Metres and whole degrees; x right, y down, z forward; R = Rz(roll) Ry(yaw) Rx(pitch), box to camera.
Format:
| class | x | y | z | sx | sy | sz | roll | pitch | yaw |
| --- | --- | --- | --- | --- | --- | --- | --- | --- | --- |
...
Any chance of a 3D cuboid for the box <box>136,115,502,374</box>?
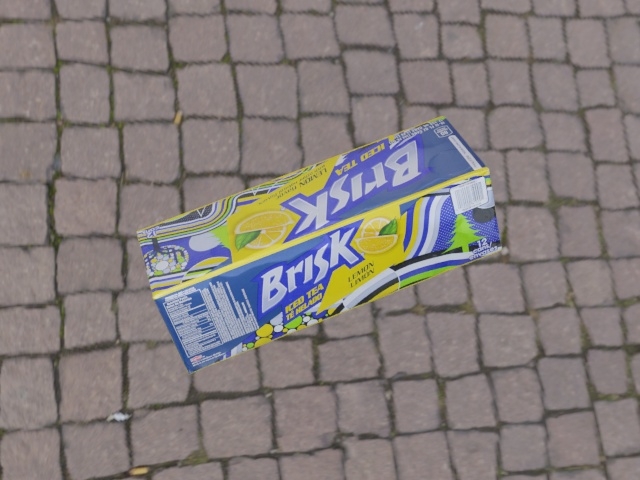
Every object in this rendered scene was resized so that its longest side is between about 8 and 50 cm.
| class | x | y | z | sx | sy | sz | roll | pitch | yaw |
| --- | --- | --- | --- | --- | --- | --- | --- | --- | --- |
| box | 0.000 | 0.000 | 0.479 | 0.169 | 0.054 | 0.059 | -21 | 38 | -5 |
